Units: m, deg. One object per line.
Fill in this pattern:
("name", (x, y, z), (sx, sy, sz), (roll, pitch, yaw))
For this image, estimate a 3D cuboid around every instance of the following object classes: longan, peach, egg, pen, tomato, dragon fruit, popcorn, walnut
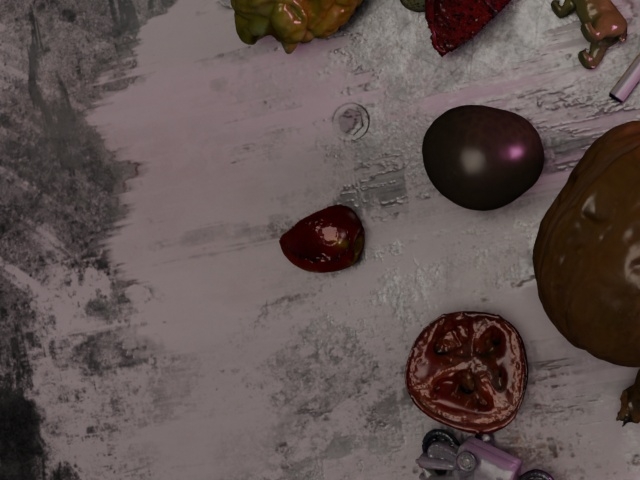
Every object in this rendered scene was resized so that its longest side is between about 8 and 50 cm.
("longan", (0.283, -0.145, 1.866), (0.212, 0.198, 0.198), (10, 94, -2))
("peach", (-0.002, -0.001, 2.006), (0.172, 0.092, 0.127), (-4, 92, 15))
("egg", (0.193, -0.467, 1.941), (0.110, 0.085, 0.085), (-38, 80, 11))
("pen", (0.595, -0.355, 1.844), (0.033, 0.033, 0.269), (39, 102, 13))
("tomato", (0.272, 0.236, 1.922), (0.228, 0.101, 0.227), (0, 87, 10))
("dragon fruit", (0.252, -0.427, 1.908), (0.120, 0.127, 0.161), (47, 130, -3))
("popcorn", (-0.041, -0.470, 1.944), (0.250, 0.241, 0.235), (9, 68, 9))
("walnut", (0.513, 0.008, 1.709), (0.308, 0.354, 0.397), (25, 103, -10))

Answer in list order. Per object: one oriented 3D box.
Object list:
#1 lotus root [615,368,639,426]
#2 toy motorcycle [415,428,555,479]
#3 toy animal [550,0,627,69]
("lotus root", (0.628, 0.256, 1.790), (0.257, 0.140, 0.154), (-10, 48, 7))
("toy motorcycle", (0.292, 0.449, 1.917), (0.260, 0.110, 0.170), (20, 108, 21))
("toy animal", (0.470, -0.423, 1.861), (0.101, 0.103, 0.218), (-25, 81, -3))
